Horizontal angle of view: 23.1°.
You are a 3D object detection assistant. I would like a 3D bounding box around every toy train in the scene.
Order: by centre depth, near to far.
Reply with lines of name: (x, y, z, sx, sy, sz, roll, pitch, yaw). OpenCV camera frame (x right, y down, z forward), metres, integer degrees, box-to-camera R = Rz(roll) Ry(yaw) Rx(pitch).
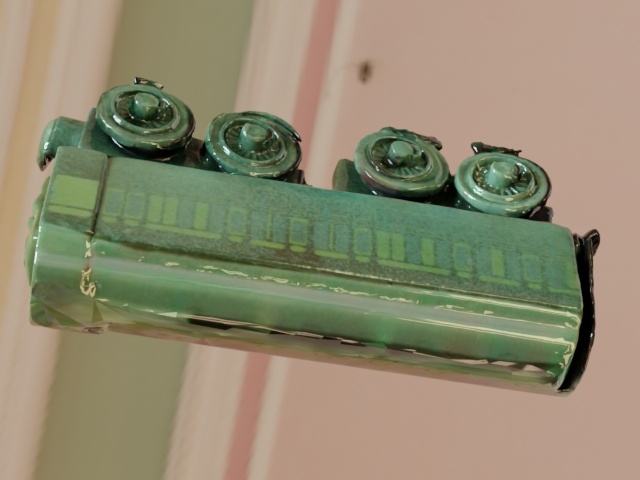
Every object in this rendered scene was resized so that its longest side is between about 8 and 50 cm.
toy train: (0.000, 0.000, 0.395, 0.147, 0.071, 0.038, 8, -44, -6)
